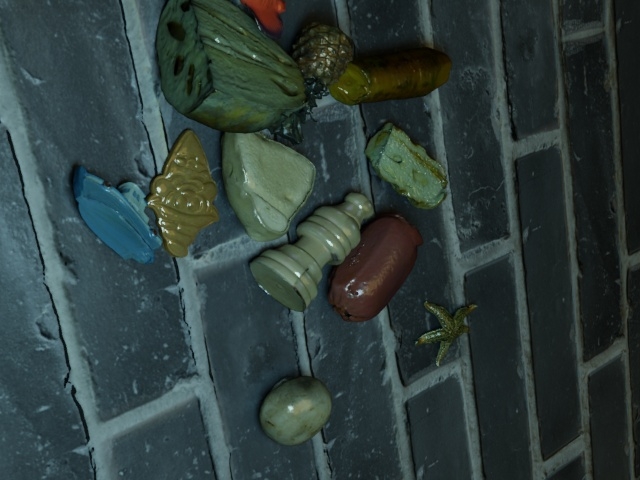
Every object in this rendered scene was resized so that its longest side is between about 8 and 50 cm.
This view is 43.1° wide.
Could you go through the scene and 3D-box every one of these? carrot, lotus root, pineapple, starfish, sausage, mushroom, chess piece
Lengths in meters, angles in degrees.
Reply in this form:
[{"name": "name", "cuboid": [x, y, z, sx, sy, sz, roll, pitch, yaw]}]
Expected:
[{"name": "carrot", "cuboid": [0.164, -0.368, 1.811, 0.301, 0.114, 0.114, -16, 107, -34]}, {"name": "lotus root", "cuboid": [-0.163, -0.313, 1.526, 0.260, 0.149, 0.267, 12, 52, -45]}, {"name": "pineapple", "cuboid": [-0.026, -0.318, 1.665, 0.128, 0.128, 0.248, 28, 85, -38]}, {"name": "starfish", "cuboid": [0.321, 0.240, 2.080, 0.208, 0.053, 0.176, 0, 108, -32]}, {"name": "sausage", "cuboid": [0.123, 0.057, 1.823, 0.280, 0.152, 0.152, -51, 124, -21]}, {"name": "mushroom", "cuboid": [-0.056, 0.364, 1.752, 0.166, 0.127, 0.166, -18, 129, -23]}, {"name": "chess piece", "cuboid": [0.000, 0.000, 1.745, 0.307, 0.138, 0.124, -47, 141, -29]}]

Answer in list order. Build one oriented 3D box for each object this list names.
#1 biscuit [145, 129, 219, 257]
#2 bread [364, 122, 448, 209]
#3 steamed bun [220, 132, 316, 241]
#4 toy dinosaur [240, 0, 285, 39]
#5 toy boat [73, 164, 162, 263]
[{"name": "biscuit", "cuboid": [-0.264, -0.090, 1.573, 0.162, 0.035, 0.250, 0, 96, -42]}, {"name": "bread", "cuboid": [0.200, -0.163, 1.892, 0.232, 0.088, 0.128, 34, 67, -30]}, {"name": "steamed bun", "cuboid": [-0.125, -0.101, 1.624, 0.231, 0.110, 0.213, 28, 58, -35]}, {"name": "toy dinosaur", "cuboid": [-0.135, -0.447, 1.537, 0.286, 0.070, 0.139, -16, 90, -61]}, {"name": "toy boat", "cuboid": [-0.368, -0.055, 1.474, 0.215, 0.088, 0.102, 49, 34, -32]}]
